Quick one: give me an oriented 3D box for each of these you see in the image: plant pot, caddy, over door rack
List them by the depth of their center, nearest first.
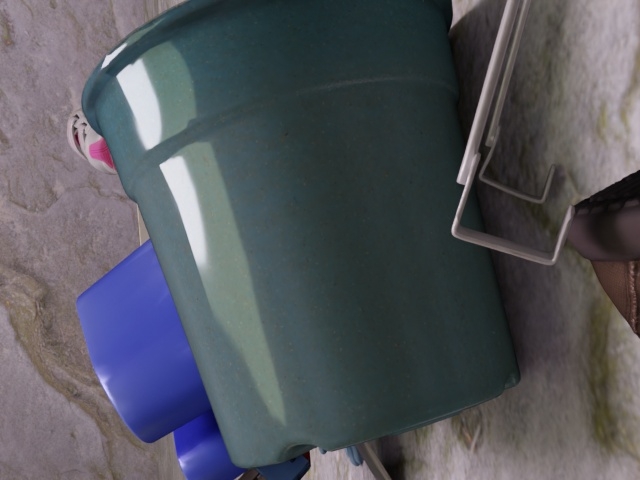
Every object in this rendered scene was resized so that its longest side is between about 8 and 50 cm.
[{"bbox_3d":[0.104,-0.168,0.459,0.239,0.108,0.324,-39,-49,-70],"label":"over door rack"},{"bbox_3d":[0.000,0.000,0.669,0.341,0.341,0.333,142,114,-67],"label":"plant pot"},{"bbox_3d":[-0.139,0.123,0.894,0.241,0.179,0.341,58,173,-35],"label":"caddy"}]

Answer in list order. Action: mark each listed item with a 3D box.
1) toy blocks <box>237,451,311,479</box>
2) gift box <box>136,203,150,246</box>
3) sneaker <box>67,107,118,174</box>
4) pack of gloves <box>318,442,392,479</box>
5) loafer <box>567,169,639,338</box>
[{"bbox_3d":[-0.011,0.405,0.858,0.381,0.261,0.190,38,160,20],"label":"toy blocks"},{"bbox_3d":[-0.166,-0.130,1.187,0.276,0.255,0.258,-140,46,-71],"label":"gift box"},{"bbox_3d":[-0.359,-0.164,1.239,0.252,0.111,0.102,-111,18,-73],"label":"sneaker"},{"bbox_3d":[-0.003,0.215,0.960,0.232,0.046,0.195,58,168,-8],"label":"pack of gloves"},{"bbox_3d":[0.242,0.013,0.289,0.130,0.134,0.366,63,171,-5],"label":"loafer"}]
